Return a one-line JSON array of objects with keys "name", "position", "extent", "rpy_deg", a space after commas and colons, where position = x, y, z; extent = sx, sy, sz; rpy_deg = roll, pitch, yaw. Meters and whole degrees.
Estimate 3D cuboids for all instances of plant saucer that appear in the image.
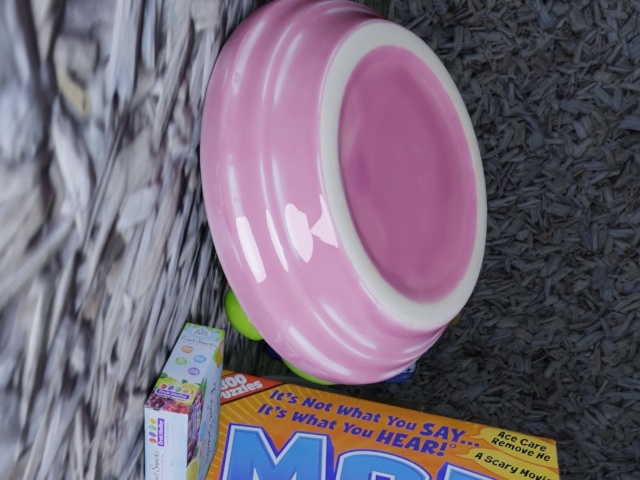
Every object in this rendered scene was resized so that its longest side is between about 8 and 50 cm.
[{"name": "plant saucer", "position": [0.046, -0.049, 0.668], "extent": [0.332, 0.084, 0.332], "rpy_deg": [13, 73, -50]}]

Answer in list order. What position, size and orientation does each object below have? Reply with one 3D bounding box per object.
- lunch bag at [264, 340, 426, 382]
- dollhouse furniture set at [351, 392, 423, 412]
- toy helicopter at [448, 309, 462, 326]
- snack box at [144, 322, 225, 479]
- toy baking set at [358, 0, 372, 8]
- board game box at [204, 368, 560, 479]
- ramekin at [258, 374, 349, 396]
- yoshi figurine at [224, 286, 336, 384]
[{"name": "lunch bag", "position": [0.048, 0.135, 1.256], "extent": [0.303, 0.243, 0.115], "rpy_deg": [-56, 156, -81]}, {"name": "dollhouse furniture set", "position": [0.053, 0.415, 1.623], "extent": [0.151, 0.301, 0.198], "rpy_deg": [88, 11, -59]}, {"name": "toy helicopter", "position": [0.147, 0.069, 1.554], "extent": [0.235, 0.355, 0.140], "rpy_deg": [-31, -144, 48]}, {"name": "snack box", "position": [-0.109, 0.153, 0.649], "extent": [0.100, 0.037, 0.141], "rpy_deg": [-74, 174, -57]}, {"name": "toy baking set", "position": [0.026, -0.245, 1.159], "extent": [0.197, 0.030, 0.256], "rpy_deg": [-52, 155, -48]}, {"name": "board game box", "position": [0.014, 0.401, 0.765], "extent": [0.356, 0.356, 0.356], "rpy_deg": [-72, 172, -56]}, {"name": "ramekin", "position": [-0.020, 0.276, 1.076], "extent": [0.207, 0.207, 0.109], "rpy_deg": [-54, 164, -79]}, {"name": "yoshi figurine", "position": [0.006, 0.026, 0.848], "extent": [0.362, 0.203, 0.204], "rpy_deg": [-63, 171, -62]}]
